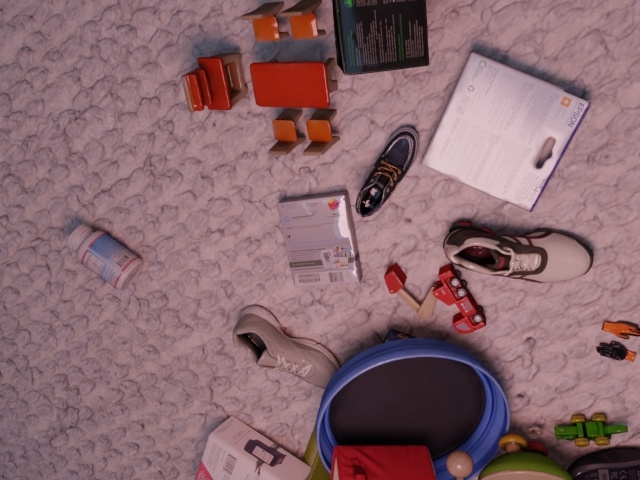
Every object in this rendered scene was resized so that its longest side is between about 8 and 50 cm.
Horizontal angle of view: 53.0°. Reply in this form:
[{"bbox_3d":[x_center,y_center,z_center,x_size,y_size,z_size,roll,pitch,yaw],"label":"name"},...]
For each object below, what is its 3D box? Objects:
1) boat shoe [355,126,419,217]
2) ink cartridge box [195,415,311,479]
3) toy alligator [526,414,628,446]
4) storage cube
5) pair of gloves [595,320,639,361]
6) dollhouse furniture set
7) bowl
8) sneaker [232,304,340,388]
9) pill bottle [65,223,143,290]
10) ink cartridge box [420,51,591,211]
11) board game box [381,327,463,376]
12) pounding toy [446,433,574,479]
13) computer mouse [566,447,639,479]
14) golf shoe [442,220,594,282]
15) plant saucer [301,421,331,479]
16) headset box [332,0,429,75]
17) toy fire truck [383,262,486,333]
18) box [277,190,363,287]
[{"bbox_3d":[0.127,-0.124,1.210,0.065,0.083,0.183,29,114,5],"label":"boat shoe"},{"bbox_3d":[-0.160,0.555,1.500,0.237,0.100,0.172,28,115,19],"label":"ink cartridge box"},{"bbox_3d":[0.517,0.389,1.297,0.189,0.056,0.051,-9,146,19],"label":"toy alligator"},{"bbox_3d":[0.121,0.526,1.238,0.193,0.184,0.215,2,118,-7],"label":"storage cube"},{"bbox_3d":[0.573,0.193,1.232,0.074,0.010,0.083,10,114,11],"label":"pair of gloves"},{"bbox_3d":[-0.103,-0.283,1.167,0.259,0.135,0.262,6,122,25],"label":"dollhouse furniture set"},{"bbox_3d":[0.182,0.364,1.304,0.390,0.077,0.391,-2,118,-3],"label":"bowl"},{"bbox_3d":[-0.081,0.254,1.383,0.262,0.121,0.099,32,115,4],"label":"sneaker"},{"bbox_3d":[-0.486,0.035,1.442,0.160,0.087,0.087,36,114,2],"label":"pill bottle"},{"bbox_3d":[0.325,-0.193,1.150,0.223,0.045,0.223,25,114,5],"label":"ink cartridge box"},{"bbox_3d":[0.168,0.313,1.348,0.165,0.042,0.243,20,114,-11],"label":"board game box"},{"bbox_3d":[0.378,0.443,1.279,0.236,0.110,0.183,-4,139,18],"label":"pounding toy"},{"bbox_3d":[0.615,0.482,1.294,0.272,0.072,0.189,-7,105,5],"label":"computer mouse"},{"bbox_3d":[0.361,0.037,1.181,0.272,0.120,0.105,7,109,12],"label":"golf shoe"},{"bbox_3d":[0.050,0.524,1.481,0.188,0.045,0.189,22,113,8],"label":"plant saucer"},{"bbox_3d":[0.083,-0.403,1.027,0.131,0.283,0.247,-6,109,2],"label":"headset box"},{"bbox_3d":[0.229,0.115,1.284,0.135,0.047,0.192,-30,99,23],"label":"toy fire truck"},{"bbox_3d":[0.000,0.000,1.316,0.145,0.038,0.186,-6,108,18],"label":"box"}]
